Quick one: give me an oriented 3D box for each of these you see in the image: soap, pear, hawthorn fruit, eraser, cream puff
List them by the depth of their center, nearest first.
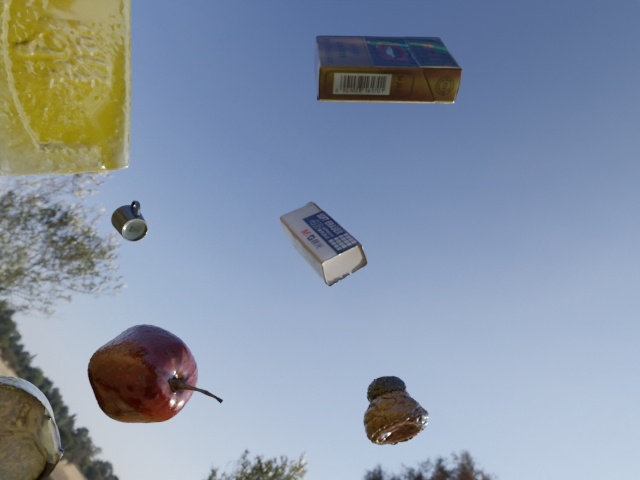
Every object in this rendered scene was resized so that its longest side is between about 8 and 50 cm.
[{"bbox_3d":[-0.353,-0.246,0.621,0.091,0.199,0.314,27,-63,39],"label":"soap"},{"bbox_3d":[-0.249,0.207,0.711,0.203,0.163,0.162,-8,-66,44],"label":"hawthorn fruit"},{"bbox_3d":[-0.598,0.327,0.868,0.178,0.267,0.267,-129,-164,-68],"label":"pear"},{"bbox_3d":[0.000,0.000,1.315,0.287,0.130,0.086,47,-22,51],"label":"eraser"},{"bbox_3d":[0.199,0.468,1.343,0.169,0.183,0.183,-108,-163,-44],"label":"cream puff"}]

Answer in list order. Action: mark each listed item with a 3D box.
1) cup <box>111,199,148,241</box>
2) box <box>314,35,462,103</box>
[{"bbox_3d":[-0.489,-0.053,1.225,0.077,0.078,0.100,37,-71,43],"label":"cup"},{"bbox_3d":[0.110,-0.306,0.838,0.240,0.159,0.071,-1,-51,-4],"label":"box"}]
